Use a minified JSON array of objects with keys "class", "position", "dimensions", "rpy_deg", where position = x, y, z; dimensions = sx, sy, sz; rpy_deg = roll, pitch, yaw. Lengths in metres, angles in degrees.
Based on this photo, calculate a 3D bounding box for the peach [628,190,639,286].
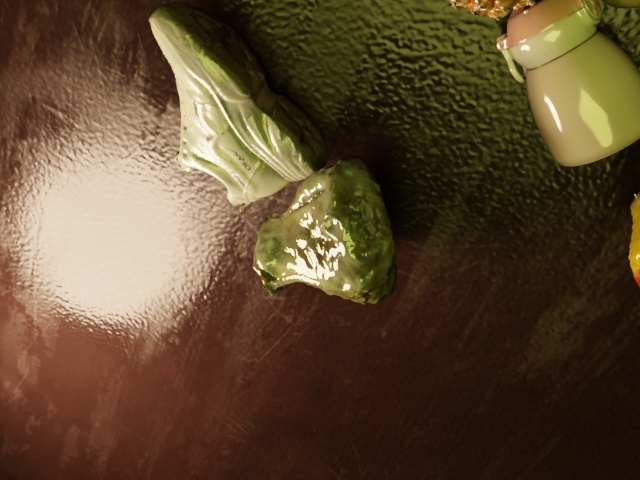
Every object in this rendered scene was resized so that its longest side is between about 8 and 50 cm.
[{"class":"peach","position":[0.593,-0.008,0.931],"dimensions":[0.306,0.242,0.380],"rpy_deg":[-35,106,34]}]

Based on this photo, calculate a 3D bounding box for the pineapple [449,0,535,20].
[{"class":"pineapple","position":[0.198,-0.371,0.843],"dimensions":[0.161,0.137,0.176],"rpy_deg":[-18,78,28]}]

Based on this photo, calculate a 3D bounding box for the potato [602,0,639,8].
[{"class":"potato","position":[0.373,-0.369,0.826],"dimensions":[0.157,0.157,0.194],"rpy_deg":[-4,133,17]}]

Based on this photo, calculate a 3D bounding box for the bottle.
[{"class":"bottle","position":[0.334,-0.232,0.929],"dimensions":[0.147,0.147,0.236],"rpy_deg":[-26,102,27]}]

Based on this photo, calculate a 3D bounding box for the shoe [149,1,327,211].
[{"class":"shoe","position":[-0.169,-0.192,1.088],"dimensions":[0.210,0.132,0.342],"rpy_deg":[-33,111,26]}]

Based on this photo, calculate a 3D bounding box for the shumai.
[{"class":"shumai","position":[0.000,0.000,1.078],"dimensions":[0.222,0.225,0.261],"rpy_deg":[-13,155,-6]}]
